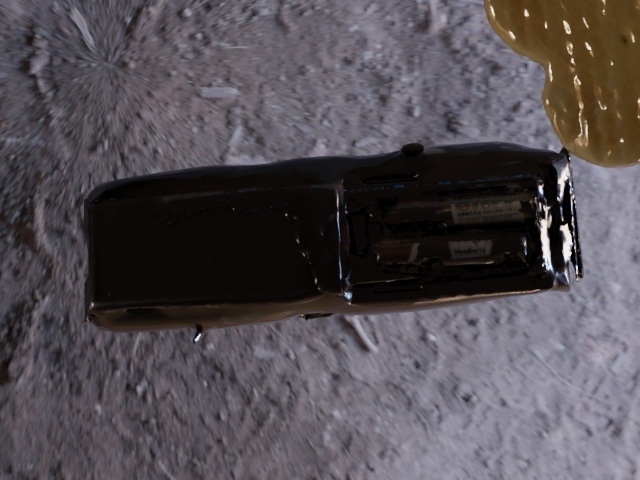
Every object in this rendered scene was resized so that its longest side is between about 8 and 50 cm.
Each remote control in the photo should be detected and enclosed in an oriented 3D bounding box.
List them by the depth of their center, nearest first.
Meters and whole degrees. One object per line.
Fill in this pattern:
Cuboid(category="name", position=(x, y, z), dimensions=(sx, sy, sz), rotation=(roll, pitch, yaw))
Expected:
Cuboid(category="remote control", position=(0.000, 0.000, 1.053), dimensions=(0.398, 0.062, 0.145), rotation=(-6, 79, 11))

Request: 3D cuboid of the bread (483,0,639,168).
Cuboid(category="bread", position=(0.241, -0.174, 0.826), dimensions=(0.054, 0.316, 0.316), rotation=(-18, 103, -50))
